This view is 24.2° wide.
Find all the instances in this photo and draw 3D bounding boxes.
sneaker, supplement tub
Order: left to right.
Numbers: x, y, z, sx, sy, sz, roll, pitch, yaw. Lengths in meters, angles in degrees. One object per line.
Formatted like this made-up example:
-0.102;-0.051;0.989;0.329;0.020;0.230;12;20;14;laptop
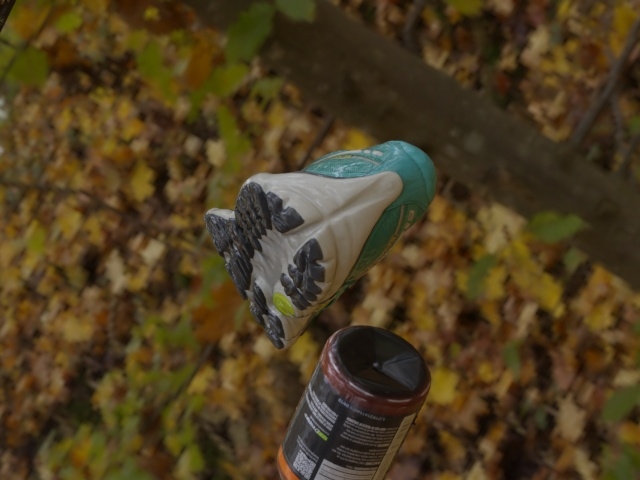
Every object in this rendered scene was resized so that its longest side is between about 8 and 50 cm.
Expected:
0.000;0.000;0.959;0.110;0.107;0.275;-29;1;-17;sneaker
0.023;0.180;1.386;0.106;0.106;0.198;-61;-4;-55;supplement tub

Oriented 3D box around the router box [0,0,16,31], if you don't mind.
-0.325;-0.223;1.368;0.092;0.038;0.122;-64;-12;-4;router box
